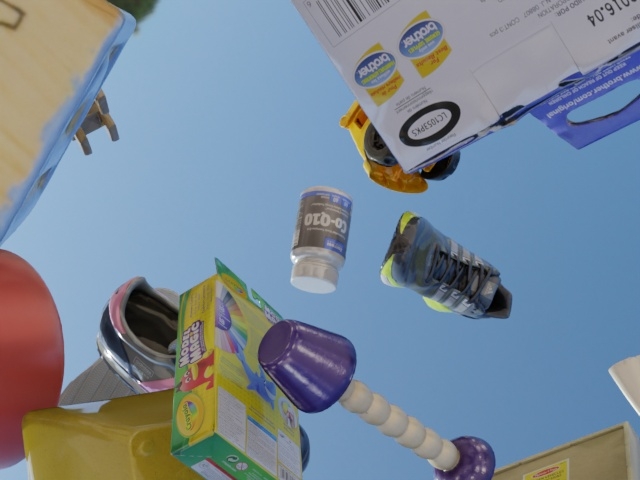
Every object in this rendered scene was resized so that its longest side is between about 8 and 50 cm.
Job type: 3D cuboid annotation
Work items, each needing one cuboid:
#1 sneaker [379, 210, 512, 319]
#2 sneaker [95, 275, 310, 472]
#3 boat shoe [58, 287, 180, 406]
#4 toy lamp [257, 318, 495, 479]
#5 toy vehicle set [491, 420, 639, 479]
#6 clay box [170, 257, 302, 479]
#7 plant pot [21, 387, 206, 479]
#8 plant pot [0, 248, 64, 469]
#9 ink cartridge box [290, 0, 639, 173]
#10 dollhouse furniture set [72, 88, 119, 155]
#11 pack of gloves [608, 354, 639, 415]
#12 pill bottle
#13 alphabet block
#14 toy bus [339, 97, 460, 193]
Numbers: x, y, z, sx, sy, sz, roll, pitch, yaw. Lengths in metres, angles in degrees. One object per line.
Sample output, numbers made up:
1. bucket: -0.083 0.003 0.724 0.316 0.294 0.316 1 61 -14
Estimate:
1. sneaker: 0.183 0.042 1.376 0.121 0.300 0.111 18 -94 33
2. sneaker: -0.139 0.168 1.195 0.319 0.131 0.112 34 -131 9
3. boat shoe: -0.280 0.205 1.410 0.109 0.094 0.302 27 -122 10
4. toy lamp: 0.055 0.158 0.921 0.080 0.275 0.080 -33 -143 30
5. toy vehicle set: 0.325 0.362 1.401 0.267 0.035 0.166 -28 -163 26
6. clay box: -0.076 0.130 0.919 0.053 0.127 0.222 -31 -144 19
7. plant pot: -0.157 0.258 1.004 0.212 0.212 0.187 -4 171 -37
8. plant pot: -0.464 0.134 1.093 0.275 0.243 0.275 -3 -95 36
9. ink cartridge box: 0.110 -0.233 0.718 0.270 0.395 0.151 -28 -171 40
10. dollhouse furniture set: -0.378 -0.179 1.141 0.212 0.242 0.161 -30 -106 -13
11. pack of gloves: 0.462 0.177 1.111 0.195 0.046 0.232 -31 -135 8
12. pill bottle: 0.000 0.000 1.387 0.078 0.078 0.137 -3 -115 25
13. alphabet block: -0.268 -0.131 0.719 0.193 0.197 0.192 -59 -167 4
14. toy bus: 0.136 -0.214 1.495 0.220 0.149 0.211 -52 -132 25
